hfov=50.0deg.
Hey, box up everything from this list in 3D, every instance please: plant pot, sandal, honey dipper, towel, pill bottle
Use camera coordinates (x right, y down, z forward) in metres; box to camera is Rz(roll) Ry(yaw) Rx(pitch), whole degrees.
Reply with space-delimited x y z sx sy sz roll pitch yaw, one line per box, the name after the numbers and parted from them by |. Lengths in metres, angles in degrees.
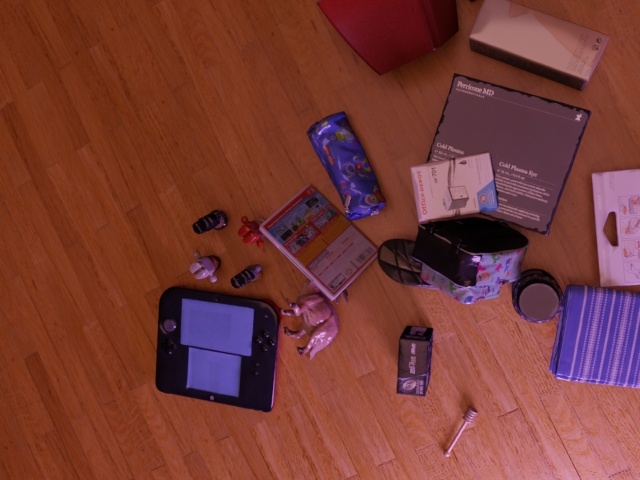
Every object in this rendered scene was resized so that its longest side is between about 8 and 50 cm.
0.199 -0.575 1.725 0.267 0.267 0.236 -18 109 37 | plant pot
0.297 0.080 1.852 0.302 0.086 0.120 15 81 -1 | sandal
0.381 0.529 1.890 0.030 0.030 0.161 31 105 11 | honey dipper
0.756 0.247 1.726 0.336 0.040 0.243 8 95 -3 | towel
0.541 0.140 1.719 0.122 0.219 0.123 1 94 15 | pill bottle

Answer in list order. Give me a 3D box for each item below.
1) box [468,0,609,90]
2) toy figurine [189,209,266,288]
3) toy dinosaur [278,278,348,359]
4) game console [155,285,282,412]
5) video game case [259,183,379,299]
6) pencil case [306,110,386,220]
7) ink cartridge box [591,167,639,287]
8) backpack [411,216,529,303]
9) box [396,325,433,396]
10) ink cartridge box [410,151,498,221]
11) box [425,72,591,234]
0.538 -0.494 1.718 0.311 0.148 0.121 24 99 11 | box
-0.261 0.024 1.971 0.213 0.148 0.210 9 102 12 | toy figurine
0.000 0.205 1.929 0.200 0.127 0.296 -18 108 -19 | toy dinosaur
-0.308 0.318 2.042 0.386 0.060 0.342 7 95 15 | game console
0.000 0.000 1.896 0.285 0.025 0.204 44 66 8 | video game case
0.069 -0.197 1.870 0.119 0.133 0.306 -29 85 48 | pencil case
0.819 -0.038 1.712 0.261 0.066 0.296 -4 92 14 | ink cartridge box
0.381 0.037 1.705 0.225 0.253 0.191 33 129 47 | backpack
0.253 0.317 1.829 0.077 0.180 0.147 3 95 13 | box
0.322 -0.127 1.649 0.190 0.082 0.140 -9 93 15 | ink cartridge box
0.457 -0.217 1.739 0.343 0.179 0.313 20 100 13 | box
